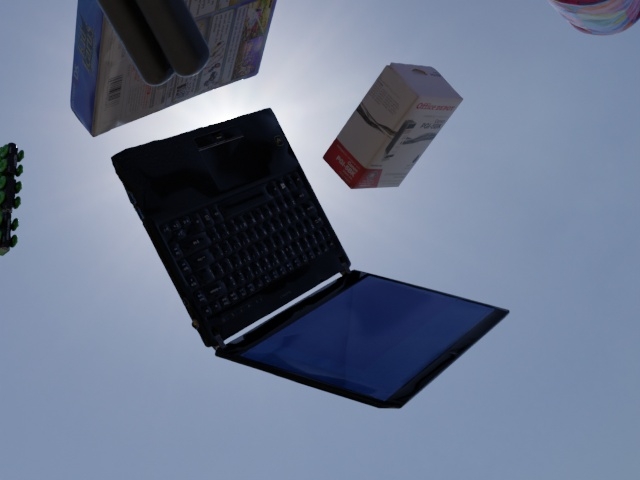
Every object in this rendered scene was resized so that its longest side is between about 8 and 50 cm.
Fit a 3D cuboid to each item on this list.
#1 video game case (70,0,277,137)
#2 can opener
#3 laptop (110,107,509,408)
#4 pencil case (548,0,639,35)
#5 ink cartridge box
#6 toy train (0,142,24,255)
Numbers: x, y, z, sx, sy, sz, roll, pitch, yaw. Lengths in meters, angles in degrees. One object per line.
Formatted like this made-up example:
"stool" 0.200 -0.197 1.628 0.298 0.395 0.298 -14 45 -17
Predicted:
"video game case" -0.160 -0.264 1.325 0.244 0.061 0.269 -25 -27 -31
"can opener" -0.191 -0.250 0.987 0.074 0.093 0.280 -8 -52 31
"laptop" 0.000 0.000 0.949 0.136 0.264 0.234 -27 0 33
"pencil case" 0.256 -0.250 1.076 0.104 0.104 0.236 -11 -1 16
"ink cartridge box" 0.080 -0.125 1.287 0.099 0.056 0.135 -7 -41 -52
"toy train" -0.214 -0.028 0.789 0.017 0.083 0.024 19 -35 -37
